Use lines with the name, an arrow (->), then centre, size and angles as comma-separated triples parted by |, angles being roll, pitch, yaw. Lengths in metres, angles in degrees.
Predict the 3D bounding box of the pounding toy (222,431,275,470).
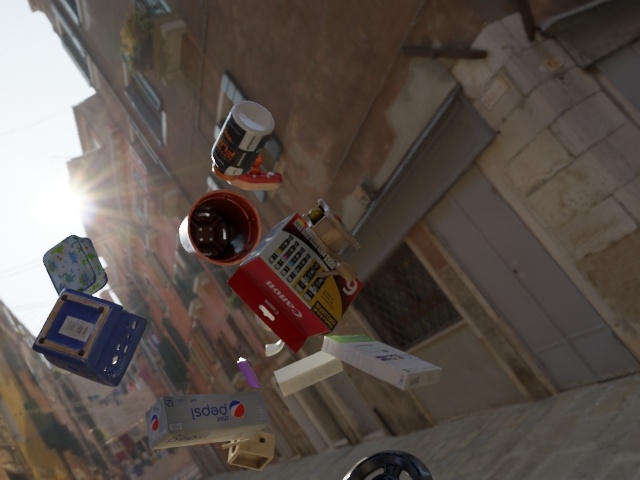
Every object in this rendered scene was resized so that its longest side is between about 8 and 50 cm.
pounding toy -> -0.248, 0.691, 1.829 | 0.094, 0.181, 0.206 | -88, 24, -46

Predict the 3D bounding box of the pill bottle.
pill bottle -> -0.237, -0.278, 1.555 | 0.130, 0.130, 0.245 | -26, -16, -41

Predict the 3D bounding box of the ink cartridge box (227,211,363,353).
ink cartridge box -> -0.069, 0.127, 1.553 | 0.130, 0.309, 0.272 | -28, 19, 51

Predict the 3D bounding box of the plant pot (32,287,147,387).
plant pot -> -0.706, 0.287, 1.623 | 0.212, 0.236, 0.235 | 85, -157, -65

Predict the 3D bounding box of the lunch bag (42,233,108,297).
lunch bag -> -0.862, 0.101, 1.866 | 0.176, 0.219, 0.090 | -35, -15, 6

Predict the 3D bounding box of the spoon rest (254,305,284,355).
spoon rest -> -0.180, 0.304, 1.929 | 0.084, 0.137, 0.276 | -6, -52, 2

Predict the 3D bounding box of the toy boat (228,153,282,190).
toy boat -> -0.270, -0.287, 2.185 | 0.231, 0.151, 0.151 | -4, 15, -31

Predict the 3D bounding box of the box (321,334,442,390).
box -> 0.196, 0.383, 1.712 | 0.232, 0.322, 0.058 | 11, -84, -51

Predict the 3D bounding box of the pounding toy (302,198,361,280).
pounding toy -> 0.000, 0.000, 1.426 | 0.155, 0.269, 0.154 | -41, -57, 6

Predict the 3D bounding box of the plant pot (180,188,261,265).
plant pot -> -0.396, -0.036, 1.995 | 0.272, 0.272, 0.265 | -30, 9, -27

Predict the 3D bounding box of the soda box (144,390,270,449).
soda box -> -0.269, 0.433, 1.293 | 0.286, 0.091, 0.098 | 12, -45, -42

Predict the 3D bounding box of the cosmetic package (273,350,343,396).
cosmetic package -> -0.042, 0.473, 1.935 | 0.239, 0.060, 0.098 | -22, -44, -9

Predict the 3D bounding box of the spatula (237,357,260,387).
spatula -> -0.207, 0.359, 1.496 | 0.030, 0.084, 0.296 | -30, 2, -12

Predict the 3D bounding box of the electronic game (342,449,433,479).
electronic game -> 0.150, 0.585, 1.234 | 0.229, 0.048, 0.229 | -16, 26, 8
